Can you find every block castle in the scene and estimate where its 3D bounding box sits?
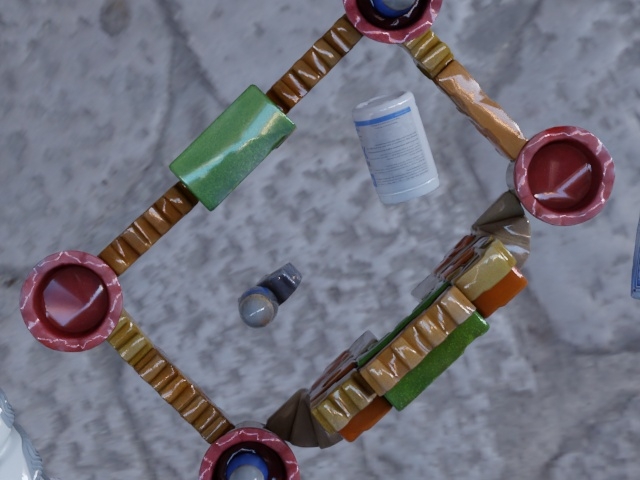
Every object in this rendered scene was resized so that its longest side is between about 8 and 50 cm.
[{"bbox_3d":[0.000,0.000,1.377,0.453,0.213,0.303,-44,93,0],"label":"block castle"}]

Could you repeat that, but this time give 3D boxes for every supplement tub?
[{"bbox_3d":[0.080,-0.100,1.709,0.071,0.071,0.107,-23,104,-23],"label":"supplement tub"}]

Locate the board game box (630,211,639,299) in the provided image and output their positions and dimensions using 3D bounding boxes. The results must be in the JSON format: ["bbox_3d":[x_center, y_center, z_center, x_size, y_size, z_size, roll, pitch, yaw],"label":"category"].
[{"bbox_3d":[0.219,0.003,0.600,0.194,0.194,0.060,7,83,8],"label":"board game box"}]

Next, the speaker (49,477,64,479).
[{"bbox_3d":[-0.206,0.264,1.430,0.055,0.136,0.055,-28,130,-38],"label":"speaker"}]

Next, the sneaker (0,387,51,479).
[{"bbox_3d":[-0.171,0.088,0.569,0.132,0.086,0.229,-28,101,-18],"label":"sneaker"}]
